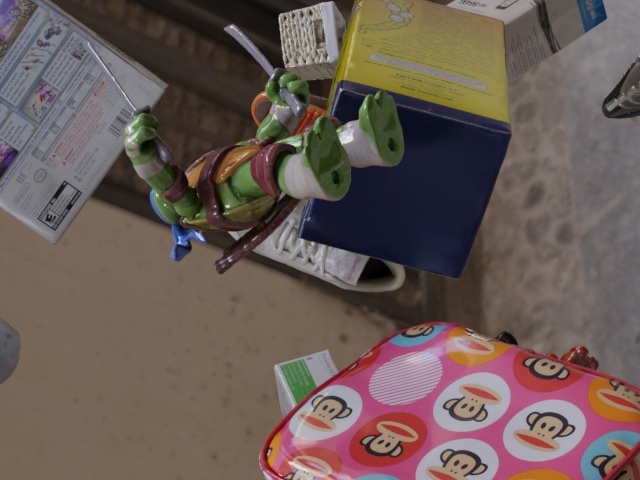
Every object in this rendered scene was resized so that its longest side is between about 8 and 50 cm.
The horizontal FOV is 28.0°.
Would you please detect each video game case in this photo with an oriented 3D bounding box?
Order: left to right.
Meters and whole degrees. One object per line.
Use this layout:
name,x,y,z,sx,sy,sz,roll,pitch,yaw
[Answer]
video game case,-0.383,-0.173,1.747,0.269,0.244,0.061,-53,9,8

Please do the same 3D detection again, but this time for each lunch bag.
lunch bag,0.100,0.193,1.011,0.258,0.120,0.293,-36,35,-30

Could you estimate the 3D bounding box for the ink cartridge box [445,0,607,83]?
ink cartridge box,0.268,-0.306,1.784,0.203,0.085,0.148,-34,33,-19

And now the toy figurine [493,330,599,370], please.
toy figurine,0.318,0.262,1.982,0.148,0.210,0.213,-42,-44,-48

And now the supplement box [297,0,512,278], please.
supplement box,0.103,-0.142,1.535,0.356,0.195,0.194,-78,4,-61

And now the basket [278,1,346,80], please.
basket,-0.009,-0.353,2.310,0.167,0.103,0.113,17,-114,-82

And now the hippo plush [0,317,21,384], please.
hippo plush,-0.442,0.043,1.184,0.236,0.234,0.294,47,160,27

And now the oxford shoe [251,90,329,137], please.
oxford shoe,0.059,-0.179,2.120,0.130,0.364,0.132,-48,25,49

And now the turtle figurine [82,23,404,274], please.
turtle figurine,-0.075,-0.114,1.186,0.266,0.198,0.274,-2,77,39

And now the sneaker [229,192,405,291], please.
sneaker,0.000,0.000,2.001,0.152,0.305,0.114,-135,65,-70

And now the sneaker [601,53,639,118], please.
sneaker,0.489,-0.275,1.856,0.229,0.086,0.132,-32,65,42

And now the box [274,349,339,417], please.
box,-0.008,0.233,1.850,0.101,0.087,0.102,-119,18,-50
